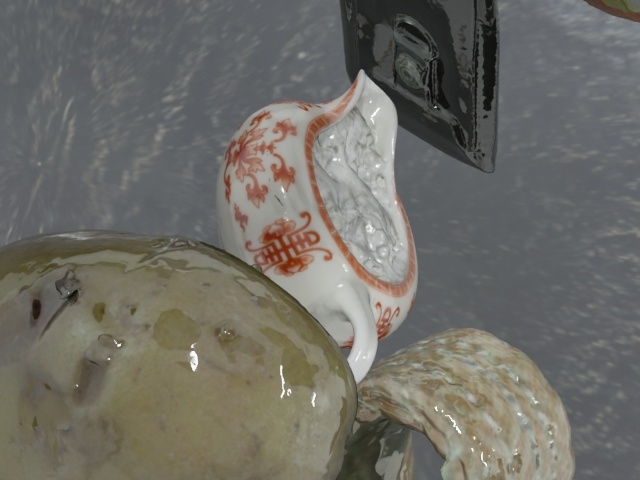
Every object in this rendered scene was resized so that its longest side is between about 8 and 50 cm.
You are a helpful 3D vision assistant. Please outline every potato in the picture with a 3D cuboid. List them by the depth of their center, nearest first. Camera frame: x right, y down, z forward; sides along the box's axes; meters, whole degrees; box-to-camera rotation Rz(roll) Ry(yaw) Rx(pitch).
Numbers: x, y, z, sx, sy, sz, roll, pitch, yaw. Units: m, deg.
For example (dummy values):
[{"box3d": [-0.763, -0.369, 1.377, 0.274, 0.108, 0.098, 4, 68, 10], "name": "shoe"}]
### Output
[{"box3d": [-0.102, 0.073, 0.755, 0.262, 0.165, 0.165, -11, 96, 32], "name": "potato"}]

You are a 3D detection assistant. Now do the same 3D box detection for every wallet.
[{"box3d": [0.075, -0.164, 1.256, 0.052, 0.245, 0.168, -40, 61, -18], "name": "wallet"}]

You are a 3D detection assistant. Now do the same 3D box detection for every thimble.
[{"box3d": [0.087, 0.189, 1.306, 0.148, 0.229, 0.196, -19, 78, -46], "name": "thimble"}]

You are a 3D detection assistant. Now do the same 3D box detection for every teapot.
[{"box3d": [0.000, 0.000, 0.979, 0.116, 0.245, 0.159, -21, 139, 15], "name": "teapot"}]

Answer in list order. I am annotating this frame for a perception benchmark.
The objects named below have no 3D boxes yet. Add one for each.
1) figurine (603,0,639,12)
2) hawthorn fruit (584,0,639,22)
[{"box3d": [0.326, -0.104, 0.982, 0.167, 0.342, 0.285, -43, 105, -15], "name": "figurine"}, {"box3d": [0.299, -0.242, 1.208, 0.251, 0.199, 0.199, 27, 88, 17], "name": "hawthorn fruit"}]
